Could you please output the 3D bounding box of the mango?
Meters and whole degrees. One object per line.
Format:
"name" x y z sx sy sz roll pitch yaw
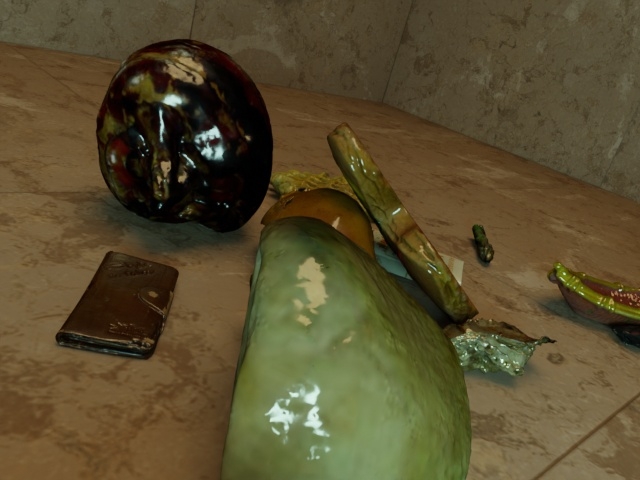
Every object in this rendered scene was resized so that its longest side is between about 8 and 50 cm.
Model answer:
"mango" 0.000 0.000 0.786 0.156 0.151 0.248 43 6 -20

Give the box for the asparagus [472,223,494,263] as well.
"asparagus" 0.326 0.008 1.120 0.030 0.036 0.165 10 21 5

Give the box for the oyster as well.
"oyster" 0.210 0.131 0.703 0.177 0.056 0.105 -1 15 -40

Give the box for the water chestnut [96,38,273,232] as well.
"water chestnut" -0.189 -0.142 0.816 0.289 0.289 0.244 -4 34 -42

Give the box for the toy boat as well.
"toy boat" 0.524 0.099 0.960 0.318 0.099 0.141 9 19 -12

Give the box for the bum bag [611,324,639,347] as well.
"bum bag" 0.531 0.157 0.896 0.125 0.034 0.058 10 8 -17

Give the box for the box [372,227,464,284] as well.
"box" 0.129 0.024 0.941 0.221 0.032 0.122 20 21 10

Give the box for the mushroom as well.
"mushroom" 0.038 0.092 0.498 0.218 0.211 0.292 6 15 -5

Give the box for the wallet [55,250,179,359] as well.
"wallet" -0.210 0.063 0.608 0.095 0.026 0.176 15 21 -10

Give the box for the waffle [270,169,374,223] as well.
"waffle" 0.033 -0.088 1.120 0.261 0.056 0.250 3 20 -26

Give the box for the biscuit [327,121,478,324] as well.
"biscuit" 0.106 -0.017 0.770 0.277 0.052 0.262 59 9 31
